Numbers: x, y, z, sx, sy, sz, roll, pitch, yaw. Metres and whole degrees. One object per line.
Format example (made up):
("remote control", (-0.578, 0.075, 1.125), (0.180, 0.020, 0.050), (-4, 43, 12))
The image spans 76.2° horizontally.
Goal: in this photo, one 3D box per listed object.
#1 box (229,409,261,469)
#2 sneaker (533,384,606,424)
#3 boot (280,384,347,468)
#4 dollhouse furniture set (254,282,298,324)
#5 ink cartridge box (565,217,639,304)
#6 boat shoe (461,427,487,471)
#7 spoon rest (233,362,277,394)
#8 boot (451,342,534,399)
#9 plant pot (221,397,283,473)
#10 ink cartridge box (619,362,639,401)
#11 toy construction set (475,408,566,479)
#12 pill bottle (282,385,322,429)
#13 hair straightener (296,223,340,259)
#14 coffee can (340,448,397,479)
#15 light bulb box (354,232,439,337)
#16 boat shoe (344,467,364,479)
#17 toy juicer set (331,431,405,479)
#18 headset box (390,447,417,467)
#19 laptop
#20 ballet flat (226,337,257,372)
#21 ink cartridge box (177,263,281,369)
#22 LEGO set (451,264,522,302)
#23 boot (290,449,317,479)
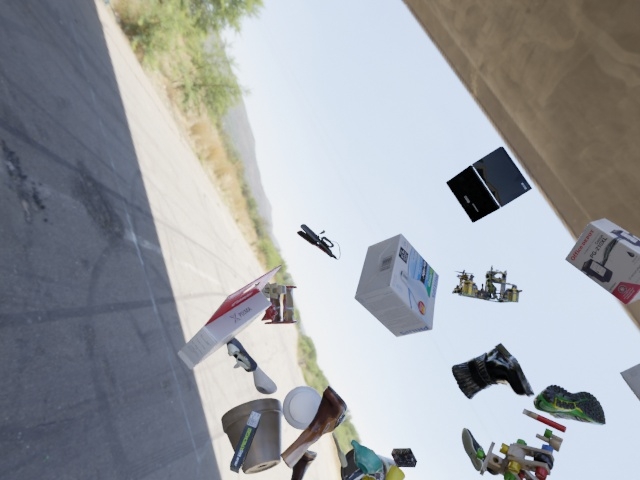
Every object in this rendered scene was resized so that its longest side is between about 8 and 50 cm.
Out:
("box", (-0.271, 0.730, 1.477), (0.184, 0.045, 0.190), (111, 2, -56))
("sneaker", (1.142, 0.760, 1.872), (0.146, 0.344, 0.134), (116, -7, -48))
("boot", (-0.038, 0.670, 1.470), (0.096, 0.280, 0.264), (42, -30, 29))
("dollhouse furniture set", (-0.246, 0.318, 2.029), (0.374, 0.152, 0.201), (25, 62, -69))
("ink cartridge box", (0.971, 0.064, 1.346), (0.237, 0.100, 0.172), (52, -37, 42))
("boat shoe", (0.806, 1.089, 2.124), (0.233, 0.079, 0.084), (-106, -149, -59))
("spoon rest", (-0.337, 0.724, 2.171), (0.276, 0.137, 0.084), (49, 39, -19))
("boot", (0.704, 0.581, 1.695), (0.131, 0.260, 0.348), (60, 9, -3))
("plant pot", (-0.324, 1.003, 2.068), (0.323, 0.323, 0.280), (79, -8, -53))
("ink cartridge box", (1.105, 0.441, 1.158), (0.130, 0.309, 0.272), (30, 32, -29))
("toy construction set", (0.686, 0.744, 1.434), (0.237, 0.309, 0.257), (18, -22, 37))
("pill bottle", (-0.082, 0.755, 1.843), (0.323, 0.181, 0.181), (101, -33, -66))
("hair straightener", (0.000, 0.000, 1.761), (0.230, 0.047, 0.089), (40, -53, 18))
("coffee can", (0.260, 1.191, 2.082), (0.275, 0.201, 0.201), (40, 13, -39))
("light bulb box", (0.394, 0.230, 2.054), (0.361, 0.225, 0.358), (44, 45, -24))
("boat shoe", (0.120, 0.962, 1.646), (0.038, 0.125, 0.046), (53, -32, 33))
("toy juicer set", (0.194, 0.944, 1.725), (0.329, 0.089, 0.209), (24, -50, 28))
("headset box", (0.304, 0.800, 1.502), (0.032, 0.083, 0.062), (-36, 101, -53))
("laptop", (0.755, -0.249, 1.852), (0.234, 0.136, 0.264), (59, -33, 6))
("ballet flat", (-0.359, 0.501, 1.795), (0.203, 0.074, 0.074), (45, -13, 10))
("ink cartridge box", (-0.232, 0.211, 1.169), (0.066, 0.261, 0.296), (47, 24, 6))
("LEGO set", (0.876, 0.212, 2.149), (0.255, 0.331, 0.192), (45, 54, -73))
("boot", (-0.089, 1.110, 1.948), (0.248, 0.090, 0.207), (118, -10, -62))
